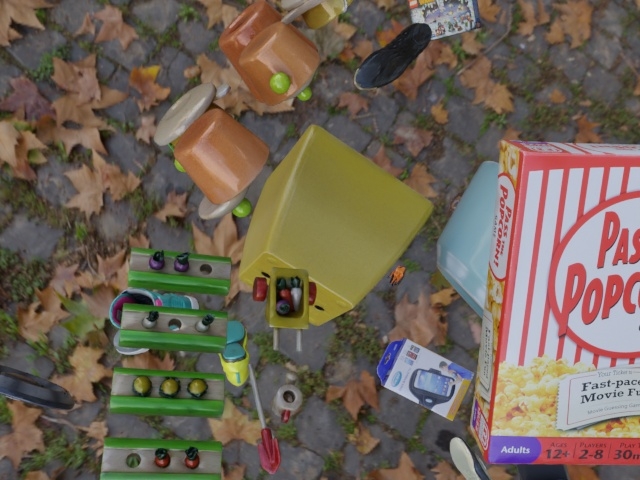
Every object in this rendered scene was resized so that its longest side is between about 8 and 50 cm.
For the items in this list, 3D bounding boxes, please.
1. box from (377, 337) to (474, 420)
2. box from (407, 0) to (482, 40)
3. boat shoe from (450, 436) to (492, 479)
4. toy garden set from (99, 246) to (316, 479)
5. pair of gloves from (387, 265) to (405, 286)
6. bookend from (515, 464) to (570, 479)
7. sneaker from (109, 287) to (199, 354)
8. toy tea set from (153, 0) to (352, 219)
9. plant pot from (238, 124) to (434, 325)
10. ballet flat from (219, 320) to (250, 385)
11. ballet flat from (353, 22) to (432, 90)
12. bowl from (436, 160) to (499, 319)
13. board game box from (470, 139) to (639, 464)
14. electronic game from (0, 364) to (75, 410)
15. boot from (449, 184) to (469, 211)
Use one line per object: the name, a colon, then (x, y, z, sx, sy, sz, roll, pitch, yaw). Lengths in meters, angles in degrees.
box: (0.156, 0.207, 0.995, 0.136, 0.028, 0.081, 27, 83, -8)
box: (0.242, -0.448, 1.289, 0.027, 0.137, 0.093, -27, 108, -49)
boat shoe: (0.310, 0.457, 1.327, 0.043, 0.049, 0.137, -19, 76, -45)
toy garden set: (-0.099, 0.118, 0.658, 0.204, 0.049, 0.244, 7, 59, -15)
pair of gloves: (0.169, 0.082, 1.659, 0.083, 0.010, 0.074, 22, 48, 16)
bookend: (0.298, 0.328, 0.885, 0.072, 0.157, 0.156, -16, 120, 17)
sneaker: (-0.469, 0.207, 1.652, 0.178, 0.296, 0.123, 24, 45, -50)
toy tea set: (-0.055, -0.147, 0.696, 0.124, 0.200, 0.336, 44, 56, -29)
plant pot: (0.000, 0.000, 0.953, 0.212, 0.212, 0.187, 33, 62, -10)
ballet flat: (-0.191, 0.249, 1.431, 0.077, 0.231, 0.077, -12, 105, -8)
ballet flat: (0.119, -0.295, 1.070, 0.173, 0.049, 0.057, -41, 96, -20)
bowl: (0.294, 0.047, 0.989, 0.163, 0.311, 0.311, -42, 89, 2)
board game box: (0.175, 0.040, 0.392, 0.147, 0.045, 0.193, 0, 107, -2)
electronic game: (-0.604, 0.292, 1.308, 0.229, 0.229, 0.048, 23, 76, -9)
boot: (0.293, -0.092, 1.286, 0.106, 0.114, 0.037, -37, 82, 15)
